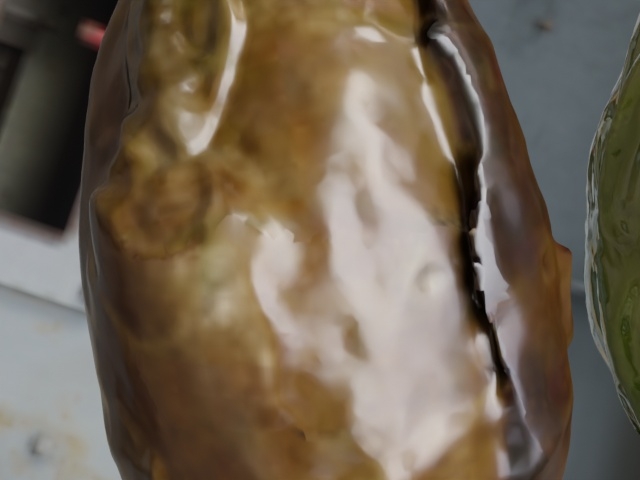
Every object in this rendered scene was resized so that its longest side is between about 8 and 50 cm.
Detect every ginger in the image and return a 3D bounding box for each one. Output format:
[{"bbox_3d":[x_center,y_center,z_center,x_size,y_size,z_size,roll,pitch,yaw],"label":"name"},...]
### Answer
[{"bbox_3d":[0.000,0.000,0.673,0.172,0.165,0.321,-15,102,-73],"label":"ginger"}]

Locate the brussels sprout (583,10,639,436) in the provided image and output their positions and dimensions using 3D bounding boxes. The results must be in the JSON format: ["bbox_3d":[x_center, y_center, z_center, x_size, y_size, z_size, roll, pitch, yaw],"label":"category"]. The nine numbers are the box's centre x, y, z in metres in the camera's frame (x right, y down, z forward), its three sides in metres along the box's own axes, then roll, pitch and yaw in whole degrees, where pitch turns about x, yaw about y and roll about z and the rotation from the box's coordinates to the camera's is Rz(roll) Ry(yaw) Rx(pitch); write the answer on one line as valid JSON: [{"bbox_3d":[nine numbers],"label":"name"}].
[{"bbox_3d":[0.323,-0.006,1.216,0.361,0.342,0.425,-51,-130,22],"label":"brussels sprout"}]
